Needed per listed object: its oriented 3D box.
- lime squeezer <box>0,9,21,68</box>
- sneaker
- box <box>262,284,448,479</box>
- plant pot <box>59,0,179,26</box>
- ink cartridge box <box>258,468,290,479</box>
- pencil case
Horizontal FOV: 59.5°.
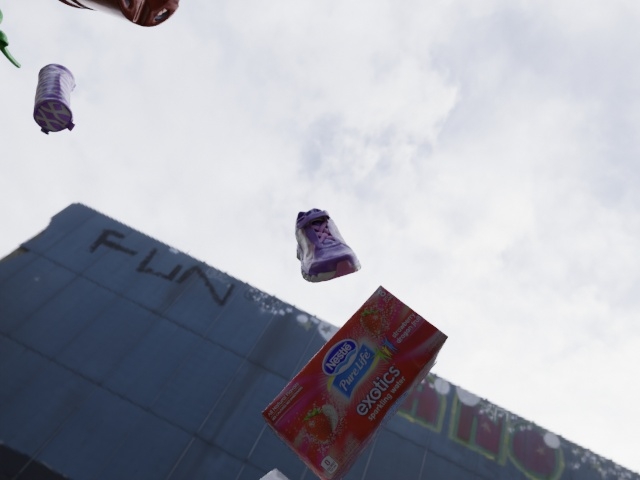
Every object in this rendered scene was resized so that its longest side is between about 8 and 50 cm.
[{"bbox_3d":[-0.796,-0.533,1.372,0.059,0.110,0.310,-2,-39,-17],"label":"lime squeezer"},{"bbox_3d":[0.000,0.000,0.966,0.095,0.236,0.104,-12,-75,-10],"label":"sneaker"},{"bbox_3d":[0.052,0.209,0.807,0.128,0.257,0.122,38,-22,22],"label":"box"},{"bbox_3d":[-0.483,-0.651,1.337,0.265,0.272,0.272,32,-50,24],"label":"plant pot"},{"bbox_3d":[-0.012,0.386,0.636,0.203,0.086,0.148,19,-58,42],"label":"ink cartridge box"},{"bbox_3d":[-0.607,-0.330,1.288,0.088,0.206,0.086,21,-58,-37],"label":"pencil case"}]
